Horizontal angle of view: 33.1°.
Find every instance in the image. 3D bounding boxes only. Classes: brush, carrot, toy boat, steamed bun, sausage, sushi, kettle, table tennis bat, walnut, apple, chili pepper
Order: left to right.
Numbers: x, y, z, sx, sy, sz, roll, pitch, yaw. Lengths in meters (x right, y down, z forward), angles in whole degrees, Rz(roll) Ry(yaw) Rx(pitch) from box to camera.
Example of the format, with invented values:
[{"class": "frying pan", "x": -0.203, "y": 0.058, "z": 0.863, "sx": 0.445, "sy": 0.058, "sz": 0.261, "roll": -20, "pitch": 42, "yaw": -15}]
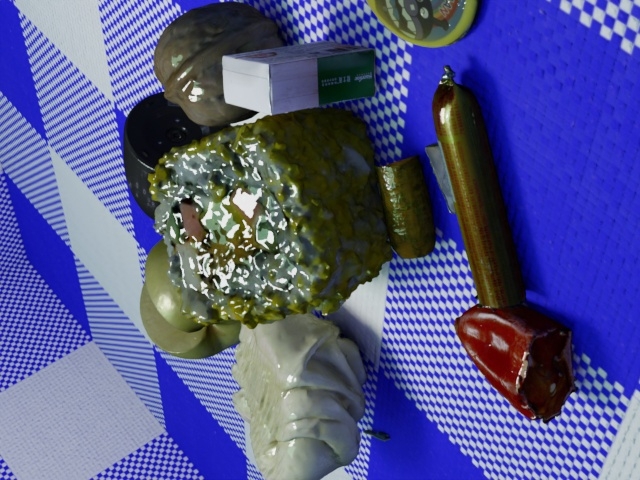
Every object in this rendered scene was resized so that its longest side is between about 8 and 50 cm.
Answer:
[{"class": "kettle", "x": -0.307, "y": -0.170, "z": 2.258, "sx": 0.290, "sy": 0.207, "sz": 0.268, "roll": 108, "pitch": 164, "yaw": -58}, {"class": "apple", "x": -0.268, "y": 0.113, "z": 2.362, "sx": 0.292, "sy": 0.292, "sz": 0.254, "roll": 97, "pitch": 159, "yaw": -52}, {"class": "walnut", "x": -0.170, "y": -0.299, "z": 1.817, "sx": 0.224, "sy": 0.224, "sz": 0.224, "roll": 42, "pitch": 149, "yaw": 32}, {"class": "sushi", "x": -0.088, "y": -0.024, "z": 1.795, "sx": 0.397, "sy": 0.240, "sz": 0.351, "roll": -13, "pitch": 97, "yaw": 42}, {"class": "steamed bun", "x": -0.027, "y": 0.294, "z": 2.149, "sx": 0.352, "sy": 0.247, "sz": 0.339, "roll": 47, "pitch": 137, "yaw": 44}, {"class": "brush", "x": 0.118, "y": 0.409, "z": 2.275, "sx": 0.084, "sy": 0.016, "sz": 0.013, "roll": 6, "pitch": 109, "yaw": 59}, {"class": "table tennis bat", "x": 0.077, "y": -0.385, "z": 1.470, "sx": 0.369, "sy": 0.054, "sz": 0.224, "roll": 28, "pitch": 139, "yaw": 42}, {"class": "carrot", "x": 0.134, "y": -0.054, "z": 1.683, "sx": 0.082, "sy": 0.082, "sz": 0.173, "roll": 23, "pitch": 131, "yaw": 52}, {"class": "toy boat", "x": 0.197, "y": -0.091, "z": 1.602, "sx": 0.063, "sy": 0.016, "sz": 0.115, "roll": 3, "pitch": 119, "yaw": 61}, {"class": "sausage", "x": 0.216, "y": -0.074, "z": 1.518, "sx": 0.082, "sy": 0.082, "sz": 0.371, "roll": 19, "pitch": 132, "yaw": 54}, {"class": "chili pepper", "x": 0.275, "y": 0.153, "z": 1.625, "sx": 0.144, "sy": 0.136, "sz": 0.253, "roll": 44, "pitch": 175, "yaw": -35}]

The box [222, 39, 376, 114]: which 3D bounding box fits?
[{"class": "box", "x": -0.032, "y": -0.250, "z": 1.632, "sx": 0.135, "sy": 0.199, "sz": 0.081, "roll": 23, "pitch": 119, "yaw": 52}]
